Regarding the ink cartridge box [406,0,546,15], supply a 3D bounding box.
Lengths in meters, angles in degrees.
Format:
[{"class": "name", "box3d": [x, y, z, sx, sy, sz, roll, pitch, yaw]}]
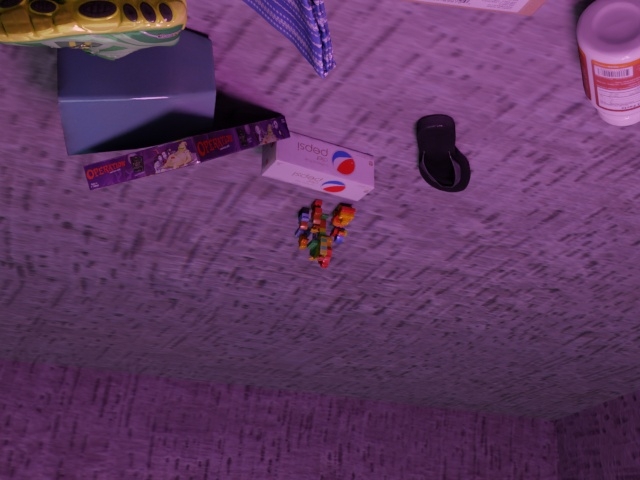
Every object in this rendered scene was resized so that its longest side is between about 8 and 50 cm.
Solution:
[{"class": "ink cartridge box", "box3d": [0.198, -0.371, 1.126, 0.234, 0.088, 0.193, 4, 173, -7]}]

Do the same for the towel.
[{"class": "towel", "box3d": [-0.086, -0.363, 1.076, 0.040, 0.243, 0.336, -40, 156, -11]}]

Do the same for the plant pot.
[{"class": "plant pot", "box3d": [-0.286, -0.247, 1.390, 0.234, 0.166, 0.166, -3, 156, -11]}]

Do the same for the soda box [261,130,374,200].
[{"class": "soda box", "box3d": [-0.003, -0.143, 1.697, 0.216, 0.074, 0.069, 13, 152, -25]}]

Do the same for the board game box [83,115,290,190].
[{"class": "board game box", "box3d": [-0.212, -0.152, 1.494, 0.208, 0.056, 0.347, -16, -174, 24]}]

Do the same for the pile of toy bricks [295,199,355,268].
[{"class": "pile of toy bricks", "box3d": [0.000, 0.000, 1.969, 0.118, 0.105, 0.212, 9, 154, -17]}]

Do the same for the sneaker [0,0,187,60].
[{"class": "sneaker", "box3d": [-0.331, -0.293, 1.218, 0.295, 0.109, 0.123, 0, 155, -3]}]

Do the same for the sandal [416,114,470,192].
[{"class": "sandal", "box3d": [0.229, -0.151, 1.697, 0.097, 0.054, 0.254, -7, 154, 17]}]

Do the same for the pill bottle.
[{"class": "pill bottle", "box3d": [0.463, -0.269, 1.358, 0.121, 0.121, 0.216, -8, 154, 18]}]
